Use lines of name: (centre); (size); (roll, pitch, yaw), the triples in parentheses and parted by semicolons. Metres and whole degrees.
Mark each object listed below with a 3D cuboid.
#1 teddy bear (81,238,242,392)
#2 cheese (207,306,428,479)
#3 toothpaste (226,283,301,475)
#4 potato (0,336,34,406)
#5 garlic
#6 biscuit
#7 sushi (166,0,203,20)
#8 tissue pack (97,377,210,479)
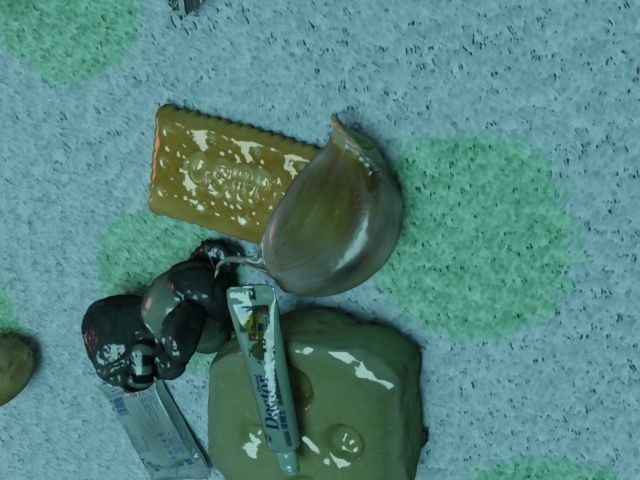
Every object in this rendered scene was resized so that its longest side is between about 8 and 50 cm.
teddy bear: (-0.202, 0.123, 1.094); (0.251, 0.171, 0.144); (-23, 122, 22)
cheese: (0.001, 0.239, 1.084); (0.326, 0.115, 0.318); (-37, 94, 30)
toothpaste: (-0.062, 0.175, 1.003); (0.067, 0.037, 0.255); (-5, 104, 23)
potato: (-0.517, 0.212, 1.285); (0.112, 0.112, 0.147); (48, 127, -2)
garlic: (-0.002, 0.005, 0.979); (0.266, 0.128, 0.148); (-45, 56, 13)
biscuit: (-0.107, -0.073, 1.044); (0.250, 0.030, 0.160); (18, 117, 13)
sushi: (-0.152, -0.344, 0.953); (0.126, 0.026, 0.120); (-37, 92, 25)
tissue pack: (-0.257, 0.294, 1.260); (0.123, 0.026, 0.193); (-20, 103, 28)
